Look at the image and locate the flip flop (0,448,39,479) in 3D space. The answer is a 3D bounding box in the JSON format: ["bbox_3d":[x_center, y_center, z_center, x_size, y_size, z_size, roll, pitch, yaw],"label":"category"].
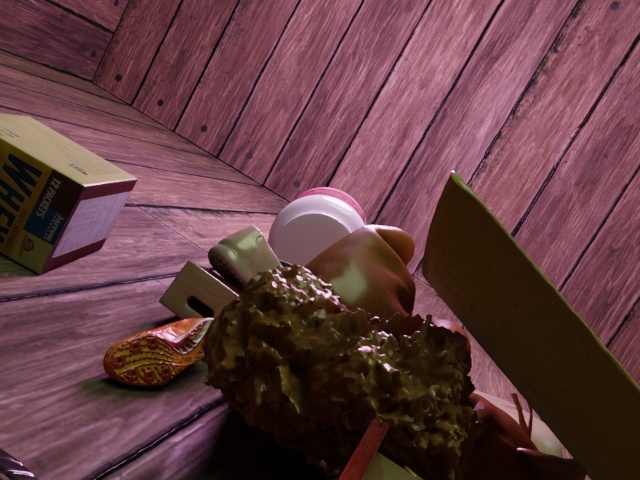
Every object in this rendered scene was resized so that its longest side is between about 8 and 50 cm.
[{"bbox_3d":[-0.184,0.188,0.350,0.277,0.080,0.112,16,-16,31],"label":"flip flop"}]

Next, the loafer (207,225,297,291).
[{"bbox_3d":[-0.066,0.080,0.991,0.101,0.092,0.269,20,-26,47],"label":"loafer"}]

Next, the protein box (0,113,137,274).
[{"bbox_3d":[-0.408,-0.074,0.884,0.199,0.136,0.201,30,8,-2],"label":"protein box"}]

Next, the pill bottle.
[{"bbox_3d":[0.000,0.000,1.451,0.229,0.229,0.408,29,9,-1],"label":"pill bottle"}]

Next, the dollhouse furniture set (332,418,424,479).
[{"bbox_3d":[0.024,0.290,0.334,0.201,0.152,0.374,32,27,12],"label":"dollhouse furniture set"}]

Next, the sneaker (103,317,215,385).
[{"bbox_3d":[-0.189,0.132,0.730,0.067,0.064,0.175,-8,-2,28],"label":"sneaker"}]

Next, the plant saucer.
[{"bbox_3d":[0.211,0.089,0.637,0.333,0.081,0.333,52,10,5],"label":"plant saucer"}]

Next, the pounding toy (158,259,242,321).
[{"bbox_3d":[-0.146,0.112,0.870,0.141,0.100,0.130,34,-4,14],"label":"pounding toy"}]

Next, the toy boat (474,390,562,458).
[{"bbox_3d":[0.288,0.334,0.873,0.318,0.148,0.267,28,0,44],"label":"toy boat"}]

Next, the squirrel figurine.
[{"bbox_3d":[0.078,0.187,0.669,0.370,0.281,0.397,47,11,22],"label":"squirrel figurine"}]
